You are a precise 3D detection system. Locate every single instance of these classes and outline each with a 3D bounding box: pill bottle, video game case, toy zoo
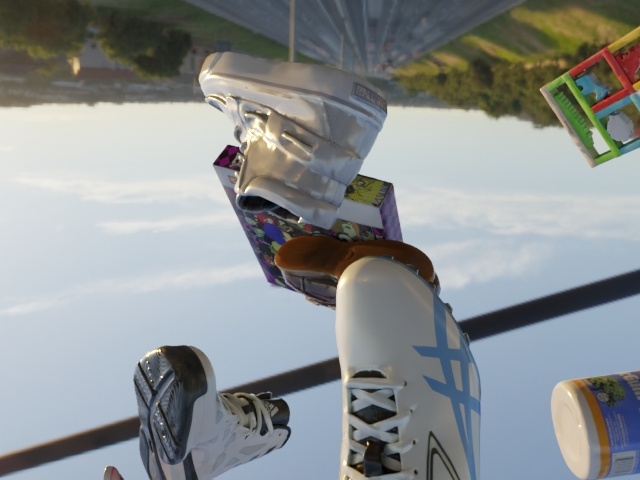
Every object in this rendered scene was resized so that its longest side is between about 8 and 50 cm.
[{"bbox_3d":[0.514,0.274,0.989,0.271,0.152,0.152,-8,-166,-1],"label":"pill bottle"},{"bbox_3d":[0.000,0.000,0.756,0.210,0.232,0.042,17,-122,26],"label":"video game case"},{"bbox_3d":[0.563,-0.266,1.154,0.030,0.192,0.293,-37,-177,-33],"label":"toy zoo"}]

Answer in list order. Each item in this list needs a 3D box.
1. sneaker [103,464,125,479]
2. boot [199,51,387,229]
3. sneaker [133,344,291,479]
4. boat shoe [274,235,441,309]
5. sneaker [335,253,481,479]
[{"bbox_3d":[-0.281,0.387,0.952,0.070,0.134,0.051,-5,-161,-10],"label":"sneaker"},{"bbox_3d":[-0.054,-0.088,0.564,0.095,0.124,0.258,22,-179,-35],"label":"boot"},{"bbox_3d":[-0.170,0.282,1.107,0.257,0.448,0.169,-18,-122,-29],"label":"sneaker"},{"bbox_3d":[0.042,0.041,0.664,0.207,0.073,0.073,12,-128,48],"label":"boat shoe"},{"bbox_3d":[0.045,0.126,0.365,0.085,0.237,0.086,-8,-179,33],"label":"sneaker"}]
